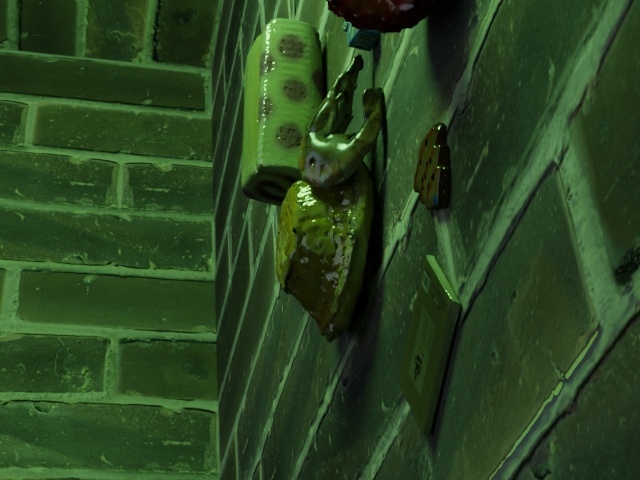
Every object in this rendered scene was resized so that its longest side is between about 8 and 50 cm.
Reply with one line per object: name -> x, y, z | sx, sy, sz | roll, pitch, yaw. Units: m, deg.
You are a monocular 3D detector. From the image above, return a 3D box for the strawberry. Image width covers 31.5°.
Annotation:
strawberry -> 0.105, -0.379, 1.549 | 0.178, 0.234, 0.233 | 22, -111, -70

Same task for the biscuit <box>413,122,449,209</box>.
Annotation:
biscuit -> 0.149, -0.089, 1.508 | 0.130, 0.019, 0.119 | -101, 19, -49

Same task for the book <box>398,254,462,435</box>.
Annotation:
book -> 0.140, 0.135, 1.479 | 0.138, 0.016, 0.198 | -111, 28, -63

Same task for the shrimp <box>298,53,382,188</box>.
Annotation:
shrimp -> 0.044, -0.199, 1.829 | 0.145, 0.059, 0.254 | 11, 69, 45

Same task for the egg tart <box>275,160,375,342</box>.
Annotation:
egg tart -> 0.000, -0.001, 1.906 | 0.341, 0.132, 0.341 | -175, 90, -79

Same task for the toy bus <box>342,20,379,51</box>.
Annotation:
toy bus -> 0.069, -0.393, 1.915 | 0.061, 0.051, 0.153 | 136, 139, -54

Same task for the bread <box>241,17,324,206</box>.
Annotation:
bread -> -0.072, -0.251, 2.271 | 0.187, 0.155, 0.338 | 135, 140, -60
